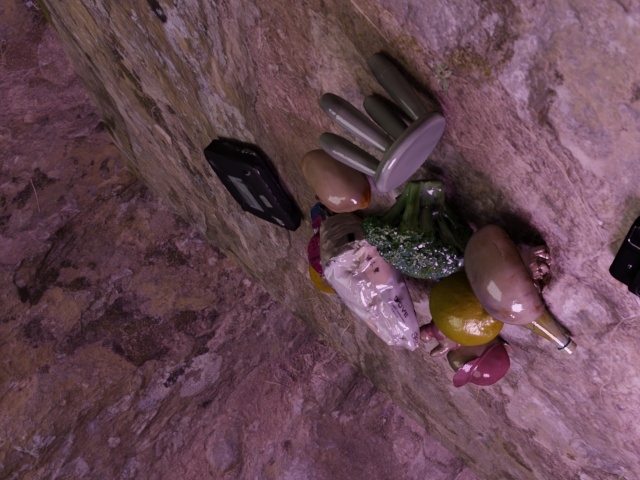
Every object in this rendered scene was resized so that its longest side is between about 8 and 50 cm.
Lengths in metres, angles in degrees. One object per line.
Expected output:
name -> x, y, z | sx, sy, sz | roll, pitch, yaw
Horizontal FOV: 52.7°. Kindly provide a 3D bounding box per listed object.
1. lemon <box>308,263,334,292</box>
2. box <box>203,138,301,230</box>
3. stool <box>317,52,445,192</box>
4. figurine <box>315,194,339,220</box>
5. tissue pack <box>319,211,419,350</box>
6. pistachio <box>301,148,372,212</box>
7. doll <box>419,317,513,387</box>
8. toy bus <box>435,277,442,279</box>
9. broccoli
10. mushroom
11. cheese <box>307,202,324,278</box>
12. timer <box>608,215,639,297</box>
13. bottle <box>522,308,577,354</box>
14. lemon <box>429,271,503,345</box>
lemon -> 0.041, 0.089, 2.208 | 0.170, 0.170, 0.207 | 33, 143, 32
box -> -0.246, -0.198, 2.324 | 0.350, 0.091, 0.359 | 24, 154, 48
stool -> 0.119, -0.227, 1.310 | 0.198, 0.195, 0.195 | 42, 162, 17
figurine -> 0.014, -0.112, 2.008 | 0.072, 0.054, 0.129 | 34, 158, 52
tissue pack -> 0.141, 0.111, 1.894 | 0.376, 0.195, 0.390 | 55, -174, -22
pistachio -> 0.047, -0.161, 1.716 | 0.215, 0.144, 0.144 | 47, 163, 13
doll -> 0.413, 0.303, 1.836 | 0.256, 0.196, 0.152 | 49, -179, 12
toy bus -> 0.265, 0.032, 1.689 | 0.184, 0.106, 0.090 | 21, 147, 52
broccoli -> 0.230, -0.025, 1.486 | 0.261, 0.269, 0.242 | -124, 32, -71
mushroom -> 0.402, 0.066, 1.367 | 0.226, 0.178, 0.227 | 43, -152, -30
cheese -> 0.000, 0.000, 2.085 | 0.155, 0.062, 0.245 | -34, 58, 55
timer -> 0.584, 0.048, 1.115 | 0.144, 0.055, 0.187 | 35, 160, 26
bottle -> 0.497, 0.172, 1.528 | 0.269, 0.083, 0.083 | 41, 162, -1
lemon -> 0.367, 0.171, 1.649 | 0.184, 0.184, 0.248 | 53, 173, -23
